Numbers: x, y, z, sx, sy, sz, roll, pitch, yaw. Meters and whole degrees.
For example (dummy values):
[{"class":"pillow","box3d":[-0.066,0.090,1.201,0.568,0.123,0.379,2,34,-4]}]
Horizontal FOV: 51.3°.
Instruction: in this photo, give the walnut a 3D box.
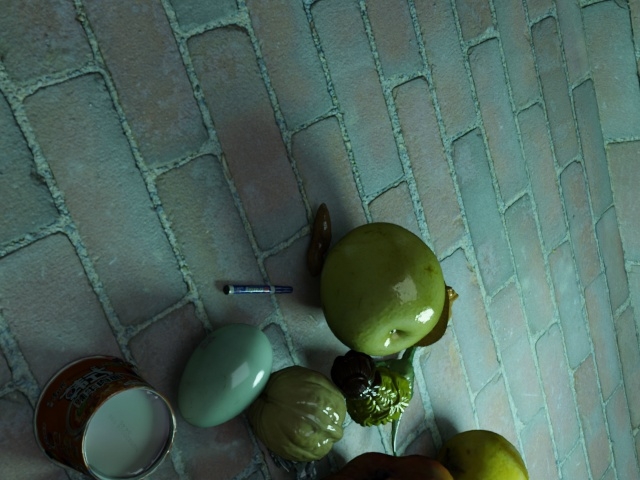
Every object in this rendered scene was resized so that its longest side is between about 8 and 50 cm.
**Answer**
[{"class":"walnut","box3d":[-0.049,0.423,1.622,0.261,0.225,0.225,42,67,-39]}]

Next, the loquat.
[{"class":"loquat","box3d":[0.522,0.772,2.113,0.360,0.328,0.328,25,76,-17]}]

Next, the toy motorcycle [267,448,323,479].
[{"class":"toy motorcycle","box3d":[-0.070,0.534,1.748,0.130,0.094,0.229,-46,107,-34]}]

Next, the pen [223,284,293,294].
[{"class":"pen","box3d":[-0.153,0.125,1.683,0.204,0.025,0.025,3,91,-41]}]

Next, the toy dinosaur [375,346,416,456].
[{"class":"toy dinosaur","box3d":[0.271,0.421,2.043,0.301,0.087,0.446,-4,93,-50]}]

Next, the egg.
[{"class":"egg","box3d":[-0.220,0.311,1.535,0.264,0.183,0.183,-52,123,-19]}]

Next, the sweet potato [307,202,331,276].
[{"class":"sweet potato","box3d":[0.000,0.000,1.789,0.058,0.055,0.202,9,89,-4]}]

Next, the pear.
[{"class":"pear","box3d":[0.161,0.126,1.754,0.348,0.348,0.348,-3,95,-41]}]

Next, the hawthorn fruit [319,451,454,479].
[{"class":"hawthorn fruit","box3d":[0.172,0.797,1.738,0.472,0.472,0.471,-3,95,-41]}]

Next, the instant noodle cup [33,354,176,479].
[{"class":"instant noodle cup","box3d":[-0.425,0.371,1.355,0.250,0.192,0.250,-4,96,-41]}]

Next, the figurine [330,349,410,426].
[{"class":"figurine","box3d":[0.114,0.372,1.761,0.315,0.187,0.168,56,35,-55]}]

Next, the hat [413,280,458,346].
[{"class":"hat","box3d":[0.322,0.183,2.035,0.233,0.244,0.233,2,117,-62]}]

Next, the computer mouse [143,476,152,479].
[{"class":"computer mouse","box3d":[-0.459,0.617,1.393,0.297,0.121,0.184,-41,119,-33]}]
